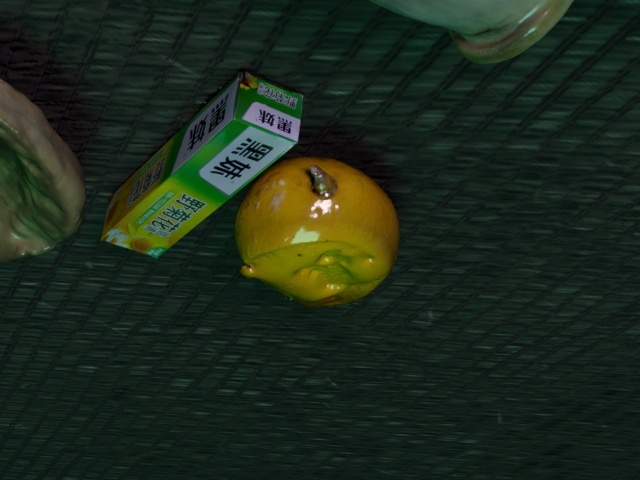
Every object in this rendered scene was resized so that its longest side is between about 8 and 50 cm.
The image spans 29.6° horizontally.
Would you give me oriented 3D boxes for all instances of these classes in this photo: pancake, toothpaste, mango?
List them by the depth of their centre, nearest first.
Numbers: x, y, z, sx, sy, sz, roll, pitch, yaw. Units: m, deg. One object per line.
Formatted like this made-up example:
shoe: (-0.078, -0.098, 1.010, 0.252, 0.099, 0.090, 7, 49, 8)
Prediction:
pancake: (-0.248, -0.059, 0.712, 0.242, 0.050, 0.242, 11, 153, 6)
toothpaste: (-0.076, -0.041, 0.726, 0.043, 0.037, 0.178, 22, 147, -26)
mango: (0.000, 0.000, 0.761, 0.101, 0.066, 0.187, -7, 155, 6)

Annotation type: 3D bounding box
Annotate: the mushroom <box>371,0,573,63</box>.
mushroom: (-0.003, -0.171, 0.427, 0.109, 0.097, 0.351, -8, 152, 28)
